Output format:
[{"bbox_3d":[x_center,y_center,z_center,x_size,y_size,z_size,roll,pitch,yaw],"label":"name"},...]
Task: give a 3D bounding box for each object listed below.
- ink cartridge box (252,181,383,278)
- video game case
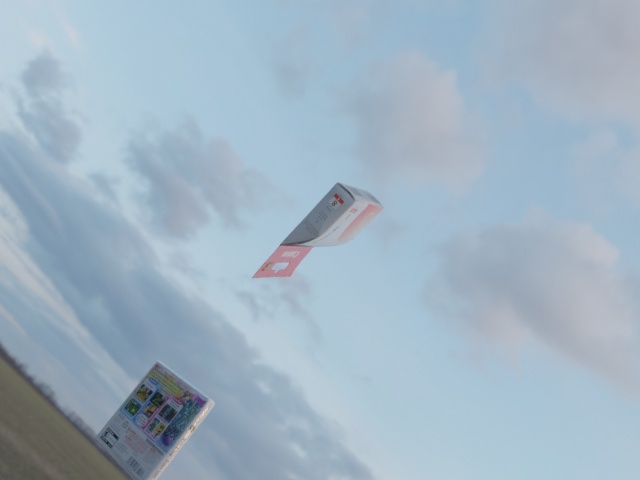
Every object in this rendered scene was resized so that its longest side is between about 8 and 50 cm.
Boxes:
[{"bbox_3d":[0.000,0.000,1.102,0.045,0.179,0.145,43,12,15],"label":"ink cartridge box"},{"bbox_3d":[-0.233,0.252,1.088,0.157,0.143,0.019,20,-24,50],"label":"video game case"}]
